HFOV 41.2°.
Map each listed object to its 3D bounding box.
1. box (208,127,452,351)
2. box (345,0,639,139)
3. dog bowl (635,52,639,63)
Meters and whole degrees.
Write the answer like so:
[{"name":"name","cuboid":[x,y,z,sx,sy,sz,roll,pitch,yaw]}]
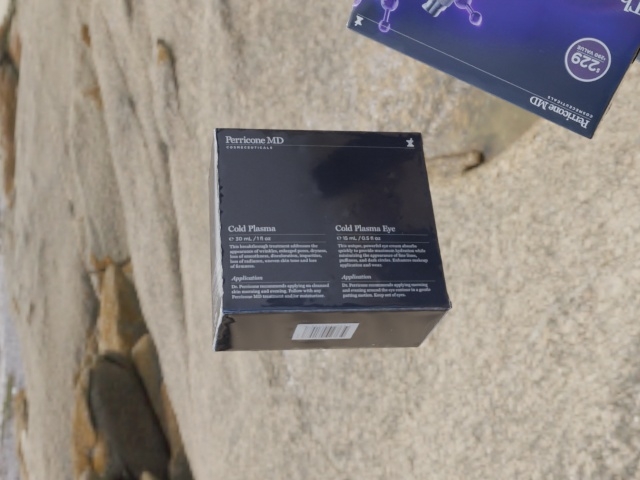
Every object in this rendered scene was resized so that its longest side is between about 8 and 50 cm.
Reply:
[{"name":"box","cuboid":[0.000,0.000,1.350,0.179,0.344,0.312,111,157,-62]},{"name":"box","cuboid":[0.179,-0.238,0.793,0.103,0.261,0.184,-45,-22,-51]},{"name":"dog bowl","cuboid":[0.444,-0.346,0.938,0.349,0.102,0.348,48,153,34]}]
